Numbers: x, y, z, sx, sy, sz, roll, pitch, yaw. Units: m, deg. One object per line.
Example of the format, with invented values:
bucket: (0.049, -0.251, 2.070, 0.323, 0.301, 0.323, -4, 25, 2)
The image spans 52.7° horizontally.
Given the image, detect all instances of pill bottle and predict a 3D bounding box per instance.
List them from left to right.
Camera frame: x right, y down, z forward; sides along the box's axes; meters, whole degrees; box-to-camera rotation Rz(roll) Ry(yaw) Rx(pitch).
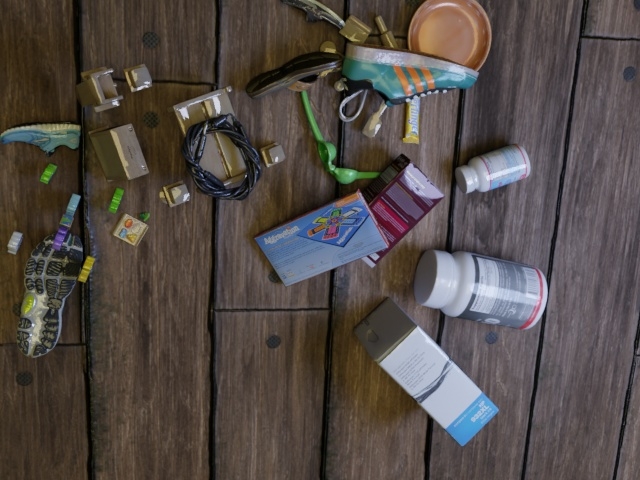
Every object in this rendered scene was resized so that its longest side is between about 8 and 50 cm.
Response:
pill bottle: (0.380, 0.114, 1.557, 0.283, 0.161, 0.161, 12, 100, -13)
pill bottle: (0.407, -0.167, 1.535, 0.160, 0.087, 0.087, -19, 106, -6)

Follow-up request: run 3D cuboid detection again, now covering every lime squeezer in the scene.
lime squeezer: (0.047, -0.201, 1.475, 0.310, 0.059, 0.110, 39, 93, -16)

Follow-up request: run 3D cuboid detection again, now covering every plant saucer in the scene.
plant saucer: (0.289, -0.459, 1.472, 0.200, 0.037, 0.200, -2, 102, -11)

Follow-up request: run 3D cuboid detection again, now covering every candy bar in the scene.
candy bar: (0.215, -0.307, 1.502, 0.040, 0.018, 0.161, -1, 104, -11)

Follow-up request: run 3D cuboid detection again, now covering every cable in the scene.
cable: (-0.202, -0.162, 1.339, 0.150, 0.047, 0.184, -31, 111, -27)

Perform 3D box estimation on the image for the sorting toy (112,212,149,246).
sorting toy: (-0.418, -0.034, 1.445, 0.062, 0.012, 0.083, 31, 96, -16)

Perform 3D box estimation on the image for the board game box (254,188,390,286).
board game box: (0.000, 0.000, 1.455, 0.281, 0.027, 0.145, -22, 110, 27)

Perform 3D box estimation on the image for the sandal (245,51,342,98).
sandal: (-0.054, -0.351, 1.409, 0.219, 0.090, 0.060, -25, 128, 2)

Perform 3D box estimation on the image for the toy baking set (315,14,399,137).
toy baking set: (0.101, -0.375, 1.461, 0.197, 0.030, 0.256, -31, 102, 3)

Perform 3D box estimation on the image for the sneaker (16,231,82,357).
sneaker: (-0.594, 0.113, 1.399, 0.107, 0.110, 0.275, 18, 80, -19)

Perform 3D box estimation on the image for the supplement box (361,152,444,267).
supplement box: (0.153, -0.068, 1.496, 0.239, 0.073, 0.130, -45, 116, 8)

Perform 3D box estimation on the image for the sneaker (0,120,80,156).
sneaker: (-0.584, -0.208, 1.349, 0.162, 0.063, 0.073, -4, 107, -10)

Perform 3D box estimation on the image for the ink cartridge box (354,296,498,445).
ink cartridge box: (0.245, 0.305, 1.542, 0.129, 0.223, 0.307, -44, 107, 1)

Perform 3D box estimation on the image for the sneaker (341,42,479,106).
sneaker: (0.191, -0.350, 1.412, 0.302, 0.108, 0.121, 6, 113, -11)

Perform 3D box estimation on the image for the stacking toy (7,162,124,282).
stacking toy: (-0.537, -0.040, 1.372, 0.167, 0.052, 0.221, 23, 67, -17)

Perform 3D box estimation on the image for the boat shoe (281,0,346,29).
boat shoe: (-0.017, -0.496, 1.399, 0.152, 0.056, 0.049, 32, 100, -6)

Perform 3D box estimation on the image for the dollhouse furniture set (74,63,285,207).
dollhouse furniture set: (-0.300, -0.254, 1.398, 0.355, 0.174, 0.303, -26, 109, -29)
